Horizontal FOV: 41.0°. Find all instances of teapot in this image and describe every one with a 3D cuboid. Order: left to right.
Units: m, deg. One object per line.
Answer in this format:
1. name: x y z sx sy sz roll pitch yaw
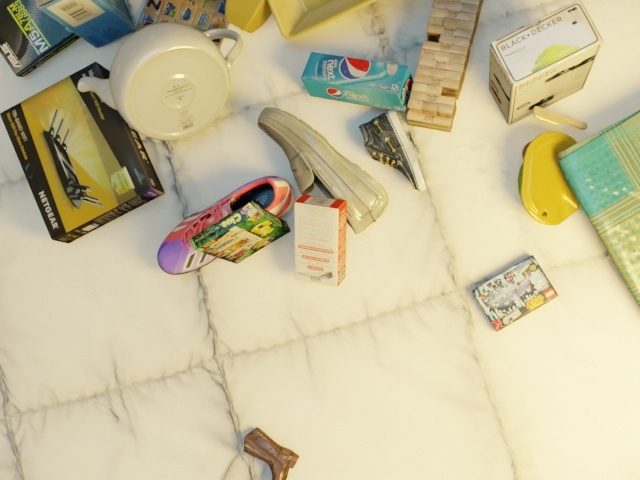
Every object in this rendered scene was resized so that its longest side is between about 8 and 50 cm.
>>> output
1. teapot: -0.312 -0.342 1.728 0.252 0.256 0.187 -56 43 21

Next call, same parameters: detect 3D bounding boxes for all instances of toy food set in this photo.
1. toy food set: 0.436 -0.136 1.644 0.128 0.071 0.217 8 87 -13

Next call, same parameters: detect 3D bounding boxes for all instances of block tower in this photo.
1. block tower: 0.253 -0.390 1.686 0.097 0.091 0.335 12 87 11

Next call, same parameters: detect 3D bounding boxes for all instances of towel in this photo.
1. towel: 0.637 -0.061 1.580 0.271 0.040 0.370 -28 87 2

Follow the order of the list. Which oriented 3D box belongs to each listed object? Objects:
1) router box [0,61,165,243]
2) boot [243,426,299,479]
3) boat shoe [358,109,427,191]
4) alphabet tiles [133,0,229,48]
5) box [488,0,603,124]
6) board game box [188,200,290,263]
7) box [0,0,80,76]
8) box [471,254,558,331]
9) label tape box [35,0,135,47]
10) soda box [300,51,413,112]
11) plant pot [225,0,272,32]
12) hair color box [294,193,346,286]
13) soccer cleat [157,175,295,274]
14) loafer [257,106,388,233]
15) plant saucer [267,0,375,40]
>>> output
1. router box: -0.504 -0.183 1.809 0.243 0.081 0.308 -27 80 6
2. boot: -0.114 0.440 1.694 0.114 0.037 0.106 30 77 9
3. boat shoe: 0.144 -0.166 1.700 0.083 0.065 0.183 -25 73 7
4. alphabet tiles: -0.294 -0.467 1.838 0.198 0.009 0.237 20 88 12
5. box: 0.398 -0.313 1.549 0.169 0.290 0.087 -26 80 6
6. board game box: -0.147 -0.011 1.634 0.136 0.260 0.030 -34 78 6
7. box: -0.637 -0.485 1.861 0.184 0.045 0.190 -32 96 4
8. box: 0.373 0.102 1.644 0.137 0.027 0.094 -32 80 6
9. label tape box: -0.528 -0.600 1.776 0.106 0.240 0.333 -23 78 10
10. soda box: 0.074 -0.315 1.698 0.210 0.071 0.067 13 72 21
11. plant pot: -0.153 -0.481 1.779 0.081 0.081 0.083 32 104 12
12. hair color box: 0.000 0.000 1.668 0.093 0.053 0.167 10 115 19
13. soccer cleat: -0.203 -0.036 1.719 0.318 0.116 0.108 -29 80 6
14. loafer: -0.011 -0.143 1.699 0.319 0.112 0.111 40 84 11
15. plant saucer: 0.022 -0.610 1.682 0.333 0.081 0.332 -19 96 25
